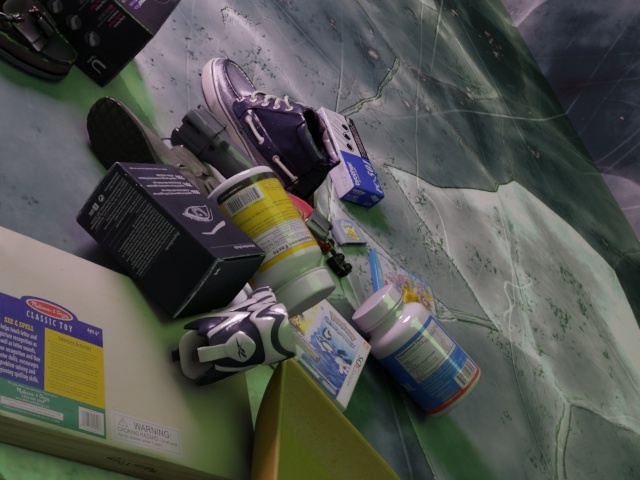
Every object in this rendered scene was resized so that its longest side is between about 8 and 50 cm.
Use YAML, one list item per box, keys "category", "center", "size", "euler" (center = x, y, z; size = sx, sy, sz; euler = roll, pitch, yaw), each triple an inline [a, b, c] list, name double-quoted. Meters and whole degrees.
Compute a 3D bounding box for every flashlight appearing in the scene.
- category: "flashlight"
  center: [-0.118, -0.093, 1.786]
  size: [0.304, 0.103, 0.103]
  euler: [44, 26, -3]

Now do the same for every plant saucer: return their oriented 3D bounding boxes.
- category: "plant saucer"
  center: [0.004, 0.373, 1.379]
  size: [0.333, 0.081, 0.332]
  euler: [52, 24, -32]

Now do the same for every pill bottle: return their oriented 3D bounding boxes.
- category: "pill bottle"
  center: [-0.072, 0.006, 1.567]
  size: [0.119, 0.119, 0.208]
  euler: [-12, 68, -58]
- category: "pill bottle"
  center: [0.160, 0.184, 1.826]
  size: [0.221, 0.124, 0.124]
  euler: [48, 29, -5]

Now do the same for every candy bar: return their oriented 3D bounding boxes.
- category: "candy bar"
  center: [0.152, 0.141, 1.950]
  size: [0.040, 0.018, 0.161]
  euler: [41, 39, -16]

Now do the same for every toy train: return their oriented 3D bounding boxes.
- category: "toy train"
  center: [0.000, 0.000, 1.911]
  size: [0.158, 0.027, 0.036]
  euler: [54, 40, 4]

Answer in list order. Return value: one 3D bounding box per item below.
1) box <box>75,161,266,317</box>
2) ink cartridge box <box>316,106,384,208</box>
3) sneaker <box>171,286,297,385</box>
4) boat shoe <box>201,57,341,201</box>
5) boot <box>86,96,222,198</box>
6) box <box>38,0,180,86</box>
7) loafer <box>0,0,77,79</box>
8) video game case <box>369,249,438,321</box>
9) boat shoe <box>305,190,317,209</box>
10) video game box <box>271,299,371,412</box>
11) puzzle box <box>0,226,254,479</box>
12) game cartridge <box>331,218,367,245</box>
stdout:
- category: "box"
  center: [-0.204, -0.004, 1.474]
  size: [0.207, 0.108, 0.153]
  euler: [43, 17, 16]
- category: "ink cartridge box"
  center: [0.052, -0.167, 2.152]
  size: [0.097, 0.046, 0.207]
  euler: [15, 45, -46]
- category: "sneaker"
  center: [-0.125, 0.128, 1.418]
  size: [0.235, 0.153, 0.094]
  euler: [-144, -137, -75]
- category: "boat shoe"
  center: [-0.083, -0.221, 1.905]
  size: [0.127, 0.158, 0.340]
  euler: [0, 57, -55]
- category: "boot"
  center: [-0.252, -0.125, 1.667]
  size: [0.246, 0.083, 0.161]
  euler: [50, 18, -5]
- category: "box"
  center: [-0.384, -0.408, 1.708]
  size: [0.270, 0.143, 0.165]
  euler: [42, 32, -17]
- category: "loafer"
  center: [-0.477, -0.356, 1.568]
  size: [0.302, 0.095, 0.109]
  euler: [37, 32, -23]
- category: "video game case"
  center: [0.160, 0.098, 2.035]
  size: [0.166, 0.015, 0.119]
  euler: [32, 35, -31]
- category: "boat shoe"
  center: [-0.048, -0.136, 1.984]
  size: [0.065, 0.075, 0.206]
  euler: [-9, 61, -8]
- category: "video game box"
  center: [-0.019, 0.156, 1.685]
  size: [0.205, 0.048, 0.187]
  euler: [46, 27, -9]
- category: "puzzle box"
  center: [-0.257, 0.158, 1.342]
  size: [0.409, 0.052, 0.272]
  euler: [26, 38, -37]
- category: "game cartridge"
  center: [0.051, -0.015, 2.010]
  size: [0.083, 0.017, 0.056]
  euler: [-1, 53, -55]
